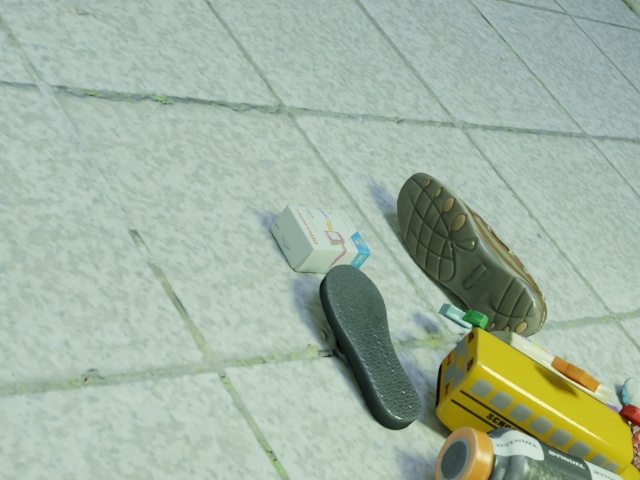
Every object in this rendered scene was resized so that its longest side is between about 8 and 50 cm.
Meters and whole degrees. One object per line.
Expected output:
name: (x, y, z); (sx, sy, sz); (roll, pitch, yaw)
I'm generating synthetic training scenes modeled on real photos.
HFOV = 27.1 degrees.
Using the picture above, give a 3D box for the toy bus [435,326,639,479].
toy bus: (0.312, 0.263, 1.833); (0.332, 0.130, 0.108); (32, 30, -12)

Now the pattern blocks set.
pattern blocks set: (0.330, 0.180, 1.914); (0.325, 0.026, 0.285); (32, -6, -18)

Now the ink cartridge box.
ink cartridge box: (0.000, 0.000, 1.929); (0.122, 0.052, 0.088); (3, 45, -44)

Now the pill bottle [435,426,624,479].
pill bottle: (0.268, 0.320, 1.705); (0.245, 0.130, 0.130); (26, 32, -23)

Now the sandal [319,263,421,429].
sandal: (0.054, 0.145, 1.802); (0.097, 0.054, 0.254); (4, 54, -36)

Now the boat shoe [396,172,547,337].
boat shoe: (0.241, 0.028, 2.110); (0.324, 0.123, 0.116); (55, 24, 19)

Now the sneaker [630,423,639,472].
sneaker: (0.575, 0.358, 1.981); (0.270, 0.145, 0.090); (43, 29, 7)

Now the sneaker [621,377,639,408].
sneaker: (0.561, 0.287, 2.131); (0.071, 0.083, 0.191); (2, 45, -45)
